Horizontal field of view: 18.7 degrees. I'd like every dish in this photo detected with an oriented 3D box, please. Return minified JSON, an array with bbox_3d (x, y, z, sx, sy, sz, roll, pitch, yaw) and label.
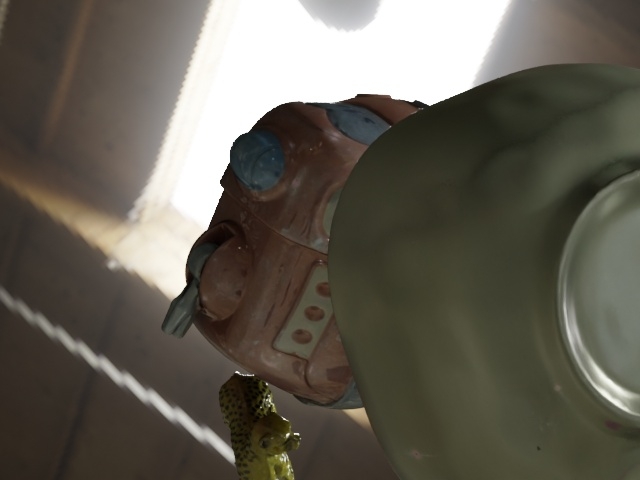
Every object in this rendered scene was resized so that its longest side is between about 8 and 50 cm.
[{"bbox_3d":[0.138,0.029,0.983,0.256,0.256,0.117,60,-24,-13],"label":"dish"}]

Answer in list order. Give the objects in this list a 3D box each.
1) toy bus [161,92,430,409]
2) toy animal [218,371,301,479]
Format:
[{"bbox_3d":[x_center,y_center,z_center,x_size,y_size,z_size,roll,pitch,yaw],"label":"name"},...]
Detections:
[{"bbox_3d":[0.000,0.000,1.734,0.197,0.231,0.294,42,-69,53],"label":"toy bus"},{"bbox_3d":[-0.057,0.173,1.805,0.073,0.181,0.136,-14,-52,-1],"label":"toy animal"}]
